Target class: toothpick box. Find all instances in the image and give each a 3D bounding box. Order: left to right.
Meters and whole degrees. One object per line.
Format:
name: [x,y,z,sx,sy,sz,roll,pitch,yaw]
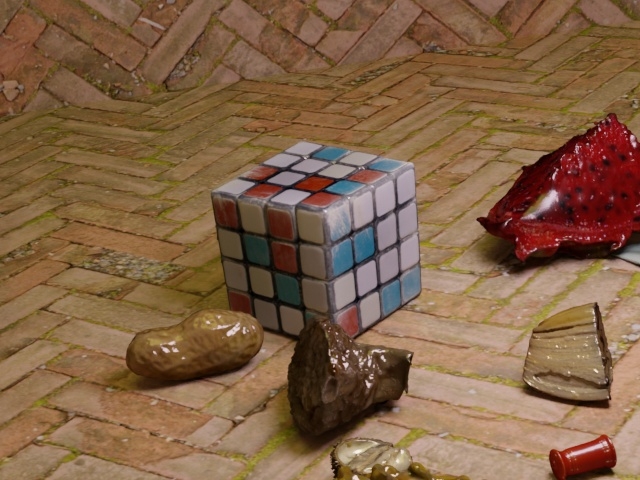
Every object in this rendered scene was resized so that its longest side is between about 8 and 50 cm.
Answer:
toothpick box: [0.351,0.293,1.775,0.083,0.047,0.047,-12,25,-12]

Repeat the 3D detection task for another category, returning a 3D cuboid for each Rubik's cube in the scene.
Rubik's cube: [-0.001,0.000,2.248,0.253,0.258,0.256,15,32,36]

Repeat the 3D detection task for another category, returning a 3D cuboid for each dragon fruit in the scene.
dragon fruit: [0.447,-0.033,2.432,0.329,0.228,0.286,-43,6,-24]

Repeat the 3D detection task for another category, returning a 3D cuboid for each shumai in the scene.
shumai: [0.047,0.206,1.950,0.176,0.166,0.206,14,23,-10]

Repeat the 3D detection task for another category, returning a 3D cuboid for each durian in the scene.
durian: [0.062,0.317,1.761,0.111,0.071,0.140,11,13,21]

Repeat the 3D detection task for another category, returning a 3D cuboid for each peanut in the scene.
peanut: [-0.202,0.165,2.116,0.226,0.108,0.095,-13,30,-10]

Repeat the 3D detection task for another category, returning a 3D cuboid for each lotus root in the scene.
lotus root: [0.383,0.174,1.993,0.135,0.095,0.159,-1,65,24]

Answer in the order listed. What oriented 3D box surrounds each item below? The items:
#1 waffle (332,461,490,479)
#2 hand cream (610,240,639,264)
waffle: [0.082,0.377,1.533,0.324,0.151,0.261,-1,20,4]
hand cream: [0.640,0.047,2.264,0.109,0.067,0.321,-18,20,-22]
